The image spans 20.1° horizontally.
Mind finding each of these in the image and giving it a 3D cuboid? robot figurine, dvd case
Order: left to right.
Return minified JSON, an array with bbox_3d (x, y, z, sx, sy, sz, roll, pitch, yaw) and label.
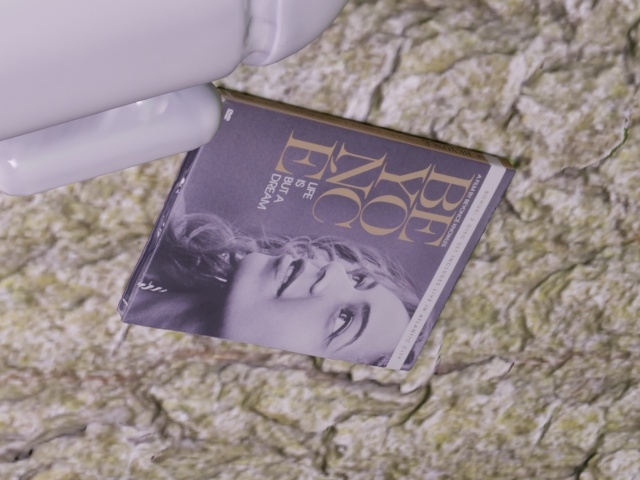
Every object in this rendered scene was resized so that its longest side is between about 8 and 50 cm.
[{"bbox_3d":[-0.123,-0.159,0.851,0.353,0.200,0.300,-16,129,-14],"label":"robot figurine"},{"bbox_3d":[0.000,0.000,1.142,0.221,0.018,0.164,11,117,-31],"label":"dvd case"}]
